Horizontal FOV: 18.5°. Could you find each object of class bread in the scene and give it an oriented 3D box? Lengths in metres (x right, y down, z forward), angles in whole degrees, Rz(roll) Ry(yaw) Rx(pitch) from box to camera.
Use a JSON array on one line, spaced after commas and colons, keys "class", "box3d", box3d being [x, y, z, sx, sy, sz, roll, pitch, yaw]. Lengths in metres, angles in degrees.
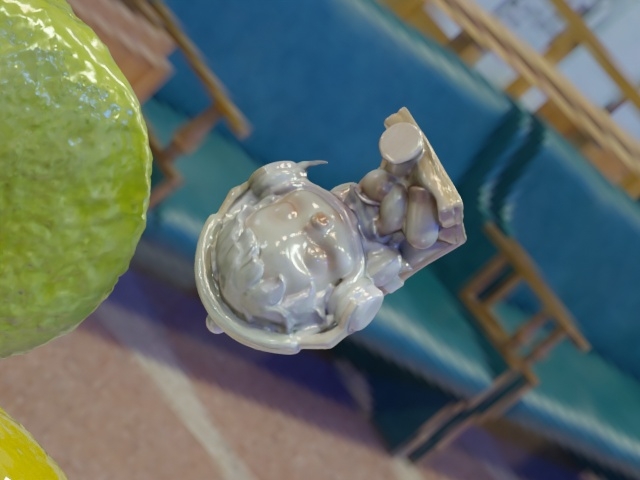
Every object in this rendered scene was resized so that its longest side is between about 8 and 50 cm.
[{"class": "bread", "box3d": [-0.328, -0.098, 1.648, 0.348, 0.348, 0.308, 40, 13, -32]}]

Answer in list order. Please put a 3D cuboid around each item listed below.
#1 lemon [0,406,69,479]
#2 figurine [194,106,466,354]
[{"class": "lemon", "box3d": [-0.291, 0.262, 1.301, 0.364, 0.364, 0.364, 45, 14, -14]}, {"class": "figurine", "box3d": [0.000, 0.001, 1.583, 0.162, 0.237, 0.141, 66, 7, 24]}]
